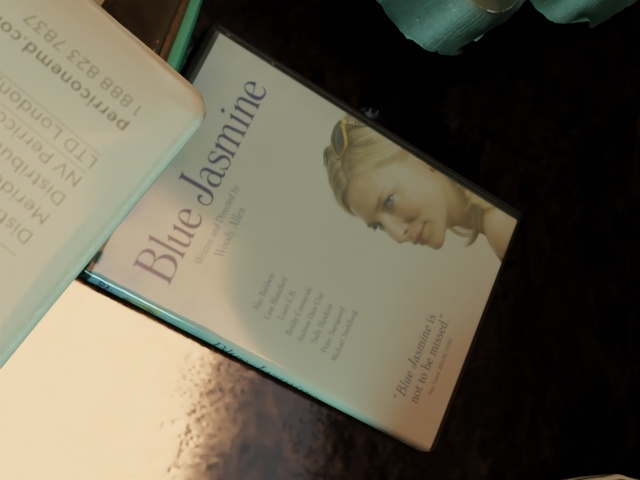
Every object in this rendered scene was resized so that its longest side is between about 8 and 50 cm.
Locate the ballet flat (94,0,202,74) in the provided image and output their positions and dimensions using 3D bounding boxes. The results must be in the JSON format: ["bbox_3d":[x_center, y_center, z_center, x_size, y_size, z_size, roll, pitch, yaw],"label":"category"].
[{"bbox_3d":[-0.094,-0.171,0.549,0.096,0.095,0.280,25,62,-8],"label":"ballet flat"}]

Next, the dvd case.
[{"bbox_3d":[0.000,0.000,0.593,0.253,0.022,0.180,30,72,-16],"label":"dvd case"}]

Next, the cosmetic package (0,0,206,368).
[{"bbox_3d":[-0.261,0.085,0.354,0.161,0.230,0.453,41,69,-13],"label":"cosmetic package"}]

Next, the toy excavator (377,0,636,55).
[{"bbox_3d":[0.060,-0.355,0.539,0.433,0.222,0.445,-17,82,-39],"label":"toy excavator"}]

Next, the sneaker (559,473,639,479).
[{"bbox_3d":[0.131,0.224,0.559,0.321,0.127,0.126,-8,84,-26],"label":"sneaker"}]
